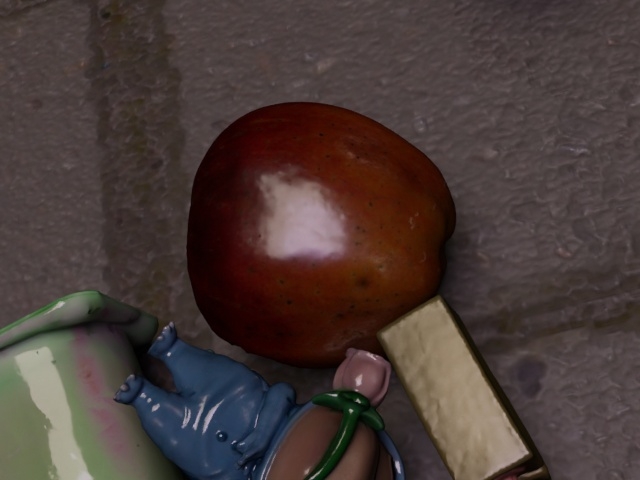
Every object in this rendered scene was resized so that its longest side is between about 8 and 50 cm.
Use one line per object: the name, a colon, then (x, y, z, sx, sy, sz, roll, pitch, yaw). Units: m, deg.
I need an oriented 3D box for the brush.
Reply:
brush: (0.111, 0.147, 0.533, 0.047, 0.103, 0.233, -31, 63, 5)

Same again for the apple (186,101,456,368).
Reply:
apple: (0.002, -0.004, 0.610, 0.158, 0.147, 0.156, 4, 48, 19)

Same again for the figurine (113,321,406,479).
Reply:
figurine: (-0.026, 0.114, 0.550, 0.178, 0.144, 0.114, 36, 53, -3)

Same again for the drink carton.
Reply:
drink carton: (-0.151, 0.132, 0.612, 0.146, 0.144, 0.142, -29, 72, 5)
